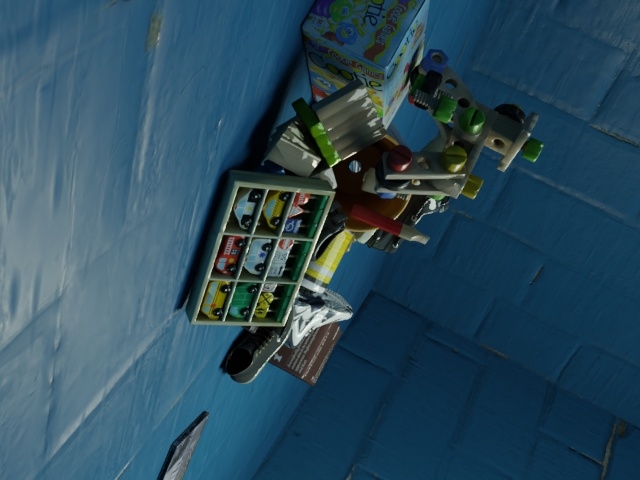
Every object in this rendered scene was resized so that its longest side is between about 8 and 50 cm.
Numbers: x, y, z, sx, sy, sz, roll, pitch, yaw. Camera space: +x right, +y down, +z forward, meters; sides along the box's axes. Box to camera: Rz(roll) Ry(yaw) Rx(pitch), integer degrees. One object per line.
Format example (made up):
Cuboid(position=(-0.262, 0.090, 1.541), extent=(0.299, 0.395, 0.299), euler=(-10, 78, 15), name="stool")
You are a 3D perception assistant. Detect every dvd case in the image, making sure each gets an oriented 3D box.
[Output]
Cuboid(position=(-0.314, 0.494, 1.956), extent=(0.221, 0.018, 0.164), euler=(-66, 171, 20), name="dvd case")

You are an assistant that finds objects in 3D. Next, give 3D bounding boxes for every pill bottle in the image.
Cuboid(position=(0.000, 0.000, 1.971), extent=(0.208, 0.119, 0.119), euler=(-62, 171, 0), name="pill bottle")

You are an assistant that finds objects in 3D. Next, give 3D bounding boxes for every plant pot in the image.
Cuboid(position=(0.077, -0.136, 1.839), extent=(0.188, 0.205, 0.205), euler=(-95, -150, -77), name="plant pot")

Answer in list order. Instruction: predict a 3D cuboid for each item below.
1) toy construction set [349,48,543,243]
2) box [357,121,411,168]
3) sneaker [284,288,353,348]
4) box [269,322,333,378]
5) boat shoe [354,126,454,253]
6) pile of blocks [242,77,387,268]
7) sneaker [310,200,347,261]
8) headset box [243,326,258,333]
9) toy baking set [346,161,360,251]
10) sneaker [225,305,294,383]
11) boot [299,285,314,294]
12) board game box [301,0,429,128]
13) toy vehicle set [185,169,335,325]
Cuboid(position=(0.211, -0.119, 1.436), extent=(0.257, 0.237, 0.309), euler=(-71, -174, -54), name="toy construction set")
Cuboid(position=(0.128, -0.202, 1.993), extent=(0.038, 0.186, 0.145), euler=(-6, 138, -25), name="box")
Cuboid(position=(-0.038, 0.200, 2.247), extent=(0.235, 0.094, 0.153), euler=(3, 132, -48), name="sneaker")
Cuboid(position=(-0.046, 0.280, 2.482), extent=(0.191, 0.143, 0.381), euler=(-61, 169, -8), name="box")
Cuboid(position=(0.213, -0.092, 1.886), extent=(0.340, 0.113, 0.127), euler=(-49, -165, 26), name="boat shoe")
Cuboid(position=(-0.056, -0.117, 1.407), extent=(0.362, 0.149, 0.112), euler=(-49, -141, 14), name="pile of blocks")
Cuboid(position=(0.000, -0.097, 1.604), extent=(0.295, 0.147, 0.104), euler=(-65, 169, 9), name="sneaker")
Cuboid(position=(-0.143, 0.160, 1.904), extent=(0.062, 0.032, 0.083), euler=(-61, 172, -10), name="headset box")
Cuboid(position=(0.077, -0.103, 2.135), extent=(0.256, 0.030, 0.196), euler=(-67, 157, -50), name="toy baking set")
Cuboid(position=(-0.129, 0.215, 1.985), extent=(0.222, 0.083, 0.118), euler=(-60, 170, -10), name="sneaker")
Cuboid(position=(0.016, 0.002, 2.179), extent=(0.161, 0.083, 0.246), euler=(-48, 159, -61), name="boot")
Cuboid(position=(0.073, -0.302, 1.425), extent=(0.144, 0.142, 0.275), euler=(-60, 171, -10), name="board game box")
Cuboid(position=(-0.096, 0.019, 1.389), extent=(0.035, 0.166, 0.267), euler=(58, -44, 47), name="toy vehicle set")
